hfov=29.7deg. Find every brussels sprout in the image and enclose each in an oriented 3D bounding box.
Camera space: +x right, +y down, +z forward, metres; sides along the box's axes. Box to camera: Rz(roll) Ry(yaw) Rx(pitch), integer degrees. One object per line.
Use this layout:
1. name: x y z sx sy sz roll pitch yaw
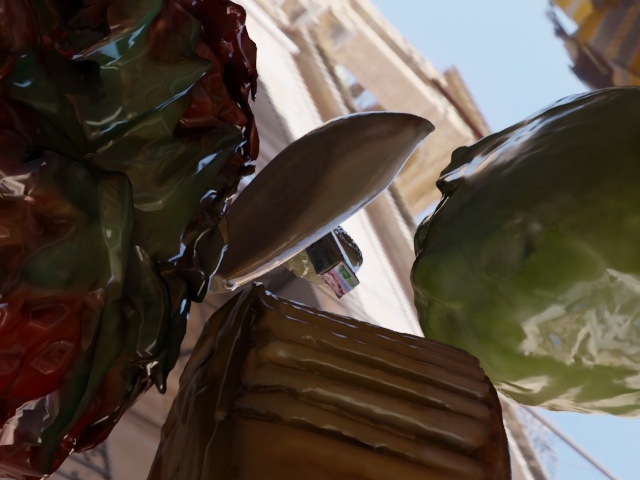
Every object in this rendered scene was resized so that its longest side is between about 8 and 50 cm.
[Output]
1. brussels sprout: 0.227 0.013 1.042 0.328 0.247 0.328 -38 -169 9

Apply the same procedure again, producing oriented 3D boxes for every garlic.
1. garlic: -0.017 -0.051 1.356 0.318 0.112 0.143 -44 -160 -10

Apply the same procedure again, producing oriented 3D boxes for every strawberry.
1. strawberry: -0.210 -0.036 0.590 0.351 0.267 0.312 -1 -142 26

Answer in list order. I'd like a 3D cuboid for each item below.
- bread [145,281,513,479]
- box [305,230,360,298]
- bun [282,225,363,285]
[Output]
1. bread: -0.004 0.171 0.520 0.204 0.156 0.288 121 -17 -45
2. box: 0.000 0.000 1.617 0.041 0.050 0.207 -34 -147 5
3. bun: -0.028 -0.002 2.121 0.116 0.237 0.210 -48 -153 10
